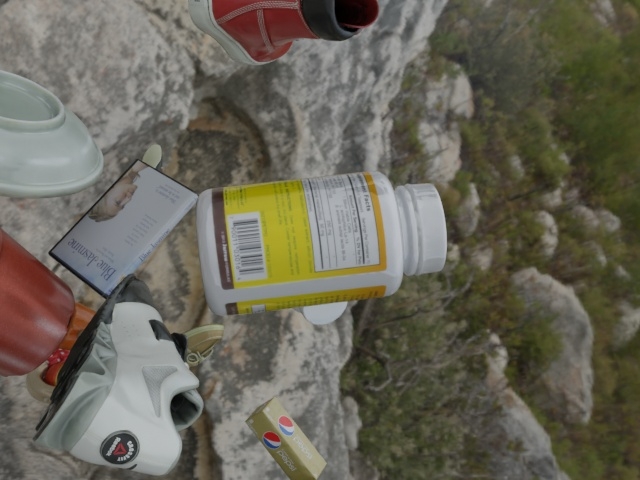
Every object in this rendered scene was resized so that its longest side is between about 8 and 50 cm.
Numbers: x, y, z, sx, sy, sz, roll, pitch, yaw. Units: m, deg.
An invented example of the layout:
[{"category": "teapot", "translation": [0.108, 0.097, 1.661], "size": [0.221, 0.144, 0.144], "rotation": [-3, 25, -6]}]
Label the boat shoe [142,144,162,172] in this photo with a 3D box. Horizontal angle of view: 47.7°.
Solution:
[{"category": "boat shoe", "translation": [-0.434, -0.185, 1.871], "size": [0.042, 0.049, 0.133], "rotation": [61, 30, -65]}]

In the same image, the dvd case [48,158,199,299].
[{"category": "dvd case", "translation": [-0.367, -0.028, 1.346], "size": [0.253, 0.180, 0.022], "rotation": [-51, 148, -16]}]

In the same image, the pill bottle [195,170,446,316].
[{"category": "pill bottle", "translation": [0.000, 0.000, 0.659], "size": [0.215, 0.117, 0.117], "rotation": [-6, 76, -5]}]

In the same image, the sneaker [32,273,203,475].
[{"category": "sneaker", "translation": [-0.201, 0.147, 0.788], "size": [0.146, 0.122, 0.330], "rotation": [32, 12, -17]}]

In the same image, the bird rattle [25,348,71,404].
[{"category": "bird rattle", "translation": [-0.539, 0.274, 1.553], "size": [0.254, 0.143, 0.207], "rotation": [19, 23, 6]}]

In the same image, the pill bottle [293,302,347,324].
[{"category": "pill bottle", "translation": [-0.040, 0.106, 2.020], "size": [0.162, 0.278, 0.162], "rotation": [-12, 122, -19]}]

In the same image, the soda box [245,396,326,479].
[{"category": "soda box", "translation": [-0.070, 0.417, 1.490], "size": [0.181, 0.058, 0.061], "rotation": [52, 29, -1]}]

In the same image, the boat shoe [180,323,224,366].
[{"category": "boat shoe", "translation": [-0.176, 0.153, 0.904], "size": [0.056, 0.153, 0.048], "rotation": [19, 42, -64]}]

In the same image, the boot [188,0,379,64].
[{"category": "boot", "translation": [-0.018, -0.238, 0.790], "size": [0.244, 0.176, 0.088], "rotation": [-26, 122, -77]}]

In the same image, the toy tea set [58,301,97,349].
[{"category": "toy tea set", "translation": [-0.421, 0.174, 1.320], "size": [0.124, 0.336, 0.200], "rotation": [25, 50, -32]}]

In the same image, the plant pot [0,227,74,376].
[{"category": "plant pot", "translation": [-0.591, 0.094, 1.249], "size": [0.265, 0.273, 0.272], "rotation": [49, 46, -47]}]

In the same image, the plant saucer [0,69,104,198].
[{"category": "plant saucer", "translation": [-0.581, -0.223, 1.304], "size": [0.401, 0.100, 0.400], "rotation": [22, 25, -11]}]
